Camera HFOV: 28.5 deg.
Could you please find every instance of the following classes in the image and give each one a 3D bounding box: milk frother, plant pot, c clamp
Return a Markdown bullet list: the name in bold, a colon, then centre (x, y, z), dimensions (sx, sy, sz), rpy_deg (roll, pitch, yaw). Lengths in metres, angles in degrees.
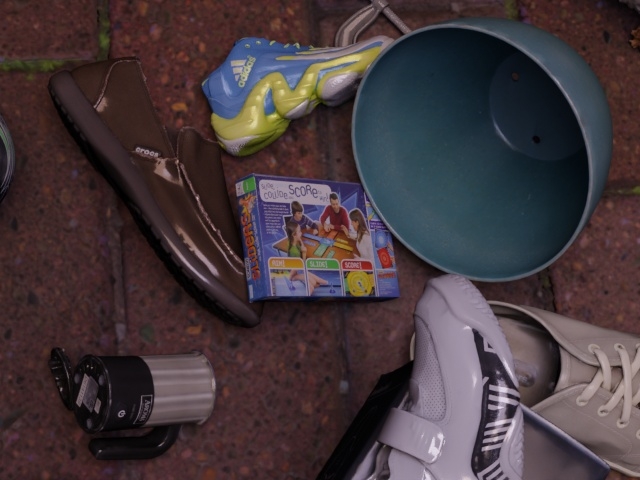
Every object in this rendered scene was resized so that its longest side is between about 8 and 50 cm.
- **milk frother**: centre (-0.213, 0.157, 1.381), dimensions (0.134, 0.129, 0.143), rpy_deg (3, 42, -39)
- **plant pot**: centre (0.208, -0.125, 1.408), dimensions (0.290, 0.290, 0.195), rpy_deg (50, 43, 6)
- **c clamp**: centre (0.092, -0.241, 1.525), dimensions (0.137, 0.022, 0.161), rpy_deg (-38, 85, -11)

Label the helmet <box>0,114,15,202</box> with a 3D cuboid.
- **helmet**: centre (-0.417, -0.096, 1.376), dimensions (0.169, 0.169, 0.162), rpy_deg (32, 93, 2)

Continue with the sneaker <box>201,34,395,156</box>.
- **sneaker**: centre (-0.033, -0.204, 1.469), dimensions (0.240, 0.091, 0.126), rpy_deg (-30, 82, -9)

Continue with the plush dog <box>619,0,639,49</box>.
- **plush dog**: centre (0.379, -0.376, 1.525), dimensions (0.262, 0.211, 0.225), rpy_deg (-23, 65, -38)

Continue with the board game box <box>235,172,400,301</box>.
- **board game box**: centre (0.000, 0.000, 1.403), dimensions (0.201, 0.035, 0.136), rpy_deg (4, 75, -42)

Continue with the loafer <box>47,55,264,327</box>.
- **loafer**: centre (-0.158, -0.067, 1.407), dimensions (0.130, 0.134, 0.366), rpy_deg (-35, 84, -11)

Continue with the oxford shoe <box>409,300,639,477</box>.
- **oxford shoe**: centre (0.323, 0.166, 1.410), dimensions (0.449, 0.130, 0.169), rpy_deg (14, 76, -4)

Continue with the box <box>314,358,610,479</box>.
- **box**: centre (0.066, 0.337, 1.264), dimensions (0.212, 0.293, 0.395), rpy_deg (34, 78, 2)

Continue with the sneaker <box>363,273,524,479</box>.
- **sneaker**: centre (0.060, 0.212, 1.067), dimensions (0.210, 0.137, 0.366), rpy_deg (-2, 82, -9)
